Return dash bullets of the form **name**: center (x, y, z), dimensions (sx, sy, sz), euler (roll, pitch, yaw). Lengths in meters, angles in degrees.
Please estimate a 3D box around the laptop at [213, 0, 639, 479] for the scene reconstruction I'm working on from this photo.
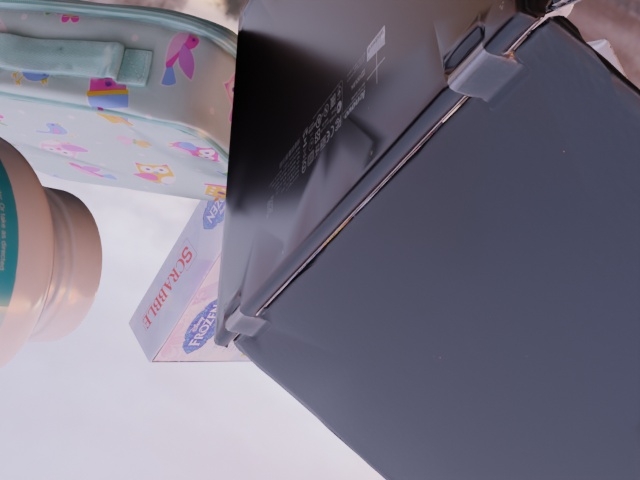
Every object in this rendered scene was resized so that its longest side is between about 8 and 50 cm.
- **laptop**: center (0.109, -0.038, 0.640), dimensions (0.236, 0.407, 0.382), euler (11, 153, -19)

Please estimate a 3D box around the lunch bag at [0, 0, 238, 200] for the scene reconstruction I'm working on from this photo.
- **lunch bag**: center (-0.170, -0.119, 0.938), dimensions (0.279, 0.107, 0.224), euler (9, 166, 17)

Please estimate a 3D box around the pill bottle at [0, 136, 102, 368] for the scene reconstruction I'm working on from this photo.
- **pill bottle**: center (-0.239, 0.003, 0.588), dimensions (0.146, 0.146, 0.264), euler (39, -161, 34)

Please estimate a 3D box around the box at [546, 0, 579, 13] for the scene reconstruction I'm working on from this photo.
- **box**: center (0.177, -0.347, 0.871), dimensions (0.322, 0.079, 0.257), euler (60, 154, -9)

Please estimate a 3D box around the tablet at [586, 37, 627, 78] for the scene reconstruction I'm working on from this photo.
- **tablet**: center (0.272, -0.179, 1.210), dimensions (0.083, 0.006, 0.054), euler (-6, 125, 47)

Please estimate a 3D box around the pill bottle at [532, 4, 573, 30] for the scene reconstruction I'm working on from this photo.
- **pill bottle**: center (0.216, -0.285, 1.232), dimensions (0.067, 0.067, 0.120), euler (18, -133, -53)

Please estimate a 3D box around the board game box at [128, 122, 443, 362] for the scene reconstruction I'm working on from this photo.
- **board game box**: center (0.000, 0.000, 1.256), dimensions (0.318, 0.318, 0.066), euler (6, -143, -44)
